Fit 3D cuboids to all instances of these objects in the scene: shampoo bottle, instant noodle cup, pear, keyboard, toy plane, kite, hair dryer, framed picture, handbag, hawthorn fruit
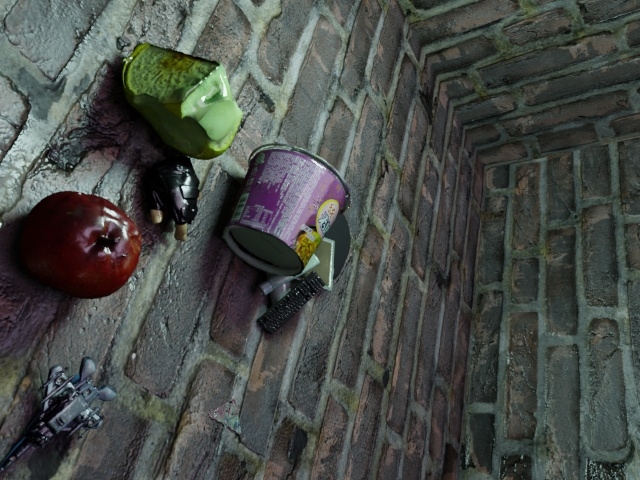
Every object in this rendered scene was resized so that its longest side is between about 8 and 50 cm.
[{"bbox_3d":[-0.096,0.097,1.696,0.191,0.069,0.041,-34,144,-14],"label":"shampoo bottle"},{"bbox_3d":[-0.107,-0.068,1.634,0.340,0.340,0.266,48,54,-39],"label":"instant noodle cup"},{"bbox_3d":[-0.342,-0.319,1.426,0.176,0.286,0.282,-58,155,-22],"label":"pear"},{"bbox_3d":[-0.084,0.189,1.718,0.231,0.023,0.072,-42,117,-7],"label":"keyboard"},{"bbox_3d":[-0.519,0.349,1.112,0.246,0.078,0.169,-53,126,-48],"label":"toy plane"},{"bbox_3d":[-0.258,0.495,1.529,0.137,0.005,0.152,47,46,-36],"label":"kite"},{"bbox_3d":[-0.055,0.129,1.797,0.236,0.073,0.131,-14,95,-31],"label":"hair dryer"},{"bbox_3d":[-0.020,0.059,1.792,0.142,0.011,0.183,20,55,-25],"label":"framed picture"},{"bbox_3d":[-0.001,0.000,1.955,0.254,0.093,0.308,56,41,-30],"label":"handbag"},{"bbox_3d":[-0.458,0.013,1.130,0.230,0.266,0.210,51,62,-32],"label":"hawthorn fruit"}]

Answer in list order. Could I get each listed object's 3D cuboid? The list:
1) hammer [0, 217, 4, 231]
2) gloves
[{"bbox_3d":[-0.736,-0.119,0.936,0.440,0.044,0.168,38,52,-45],"label":"hammer"},{"bbox_3d":[-0.361,-0.099,1.432,0.164,0.124,0.203,-18,82,-46],"label":"gloves"}]
